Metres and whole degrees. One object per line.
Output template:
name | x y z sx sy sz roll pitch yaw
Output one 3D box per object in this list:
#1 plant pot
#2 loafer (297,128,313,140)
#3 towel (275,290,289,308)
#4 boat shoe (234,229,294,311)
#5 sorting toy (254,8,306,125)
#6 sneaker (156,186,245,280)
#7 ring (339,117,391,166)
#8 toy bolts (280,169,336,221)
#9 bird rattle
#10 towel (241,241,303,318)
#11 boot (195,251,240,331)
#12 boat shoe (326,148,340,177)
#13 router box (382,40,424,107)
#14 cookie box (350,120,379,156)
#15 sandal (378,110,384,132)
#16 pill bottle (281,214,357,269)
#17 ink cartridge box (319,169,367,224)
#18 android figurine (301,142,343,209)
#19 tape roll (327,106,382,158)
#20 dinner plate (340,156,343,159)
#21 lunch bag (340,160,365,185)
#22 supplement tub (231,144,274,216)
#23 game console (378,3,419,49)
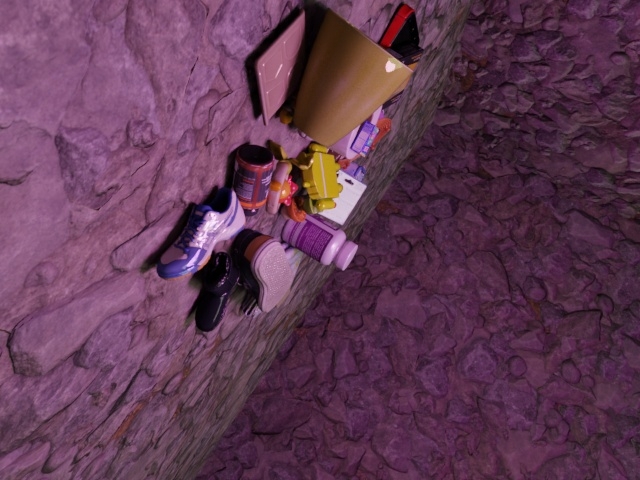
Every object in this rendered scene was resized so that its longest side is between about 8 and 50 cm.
plant pot | 0.054 -0.419 1.250 0.294 0.274 0.275 -53 171 24
loafer | 0.008 -0.466 1.403 0.320 0.112 0.111 -63 -157 13
towel | -0.175 0.242 2.054 0.110 0.027 0.148 -53 166 -23
boat shoe | -0.213 0.117 1.695 0.187 0.156 0.500 -48 159 -22
sorting toy | -0.102 -0.418 1.204 0.229 0.041 0.307 -59 169 -21
sneaker | -0.317 -0.027 1.169 0.296 0.111 0.131 -51 148 -38
ring | 0.173 -0.409 1.977 0.336 0.032 0.336 -35 173 -5
toy bolts | -0.062 -0.183 1.792 0.228 0.158 0.219 -9 89 -62
bird rattle | -0.134 -0.174 1.405 0.254 0.143 0.207 122 -10 -48
towel | -0.193 0.155 2.048 0.374 0.090 0.321 -36 155 -61
boot | -0.345 0.165 1.452 0.247 0.094 0.207 -63 172 -14
boat shoe | 0.027 -0.275 1.886 0.095 0.095 0.258 -48 163 -42
router box | 0.277 -0.652 1.836 0.309 0.081 0.243 -41 163 -46
cookie box | 0.153 -0.346 1.560 0.107 0.040 0.092 -61 168 11
sandal | 0.217 -0.499 2.088 0.416 0.102 0.169 -40 157 -52
pill bottle | 0.000 0.000 1.941 0.169 0.301 0.169 -55 167 -19
ink cartridge box | 0.077 -0.204 2.077 0.223 0.045 0.224 24 104 -41
android figurine | 0.004 -0.236 1.690 0.272 0.056 0.249 -14 97 -61
tape roll | 0.085 -0.429 1.589 0.246 0.169 0.246 -55 166 -21
dinner plate | 0.084 -0.376 1.974 0.141 0.017 0.141 -33 172 -5
lunch bag | 0.118 -0.256 2.258 0.303 0.114 0.243 -59 170 6
supplement tub | -0.194 -0.160 1.272 0.106 0.106 0.198 -46 162 -45
game console | 0.296 -0.768 1.922 0.342 0.060 0.386 -56 168 11
